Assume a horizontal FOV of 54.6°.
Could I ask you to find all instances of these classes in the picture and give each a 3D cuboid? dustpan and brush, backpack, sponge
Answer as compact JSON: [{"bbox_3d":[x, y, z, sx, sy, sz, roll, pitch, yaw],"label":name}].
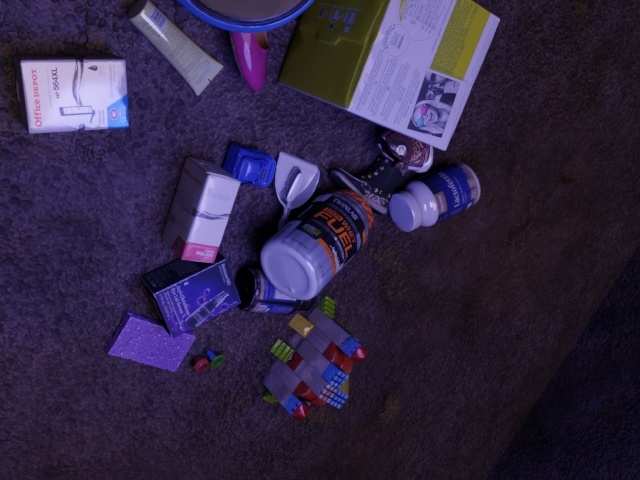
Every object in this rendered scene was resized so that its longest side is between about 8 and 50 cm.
[{"bbox_3d":[-0.084,-0.119,1.691,0.147,0.060,0.211,17,102,-39],"label":"dustpan and brush"},{"bbox_3d":[-0.173,-0.181,1.575,0.120,0.101,0.097,8,113,-41],"label":"backpack"},{"bbox_3d":[-0.447,0.272,1.647,0.210,0.031,0.117,28,95,-41],"label":"sponge"}]

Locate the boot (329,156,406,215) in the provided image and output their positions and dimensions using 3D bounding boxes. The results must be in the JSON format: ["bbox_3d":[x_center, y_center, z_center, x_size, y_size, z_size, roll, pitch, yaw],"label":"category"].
[{"bbox_3d":[0.145,-0.197,1.805,0.236,0.085,0.178,34,84,-36],"label":"boot"}]

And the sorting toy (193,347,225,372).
[{"bbox_3d":[-0.322,0.336,1.766,0.102,0.042,0.061,-10,134,-44],"label":"sorting toy"}]

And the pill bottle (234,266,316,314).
[{"bbox_3d":[-0.124,0.146,1.752,0.219,0.123,0.122,10,106,-38],"label":"pill bottle"}]

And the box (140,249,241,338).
[{"bbox_3d":[-0.333,0.128,1.607,0.207,0.108,0.153,-28,125,-21],"label":"box"}]

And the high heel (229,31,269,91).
[{"bbox_3d":[-0.110,-0.525,1.388,0.182,0.127,0.377,0,117,11],"label":"high heel"}]

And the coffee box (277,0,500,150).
[{"bbox_3d":[0.155,-0.461,1.510,0.335,0.338,0.338,13,105,-38],"label":"coffee box"}]

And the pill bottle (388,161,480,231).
[{"bbox_3d":[0.352,-0.133,1.928,0.265,0.153,0.153,-25,124,-23],"label":"pill bottle"}]

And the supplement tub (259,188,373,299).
[{"bbox_3d":[0.000,0.000,1.679,0.316,0.194,0.193,-45,134,-39],"label":"supplement tub"}]

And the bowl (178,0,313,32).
[{"bbox_3d":[-0.149,-0.620,1.248,0.392,0.077,0.390,-5,116,-11],"label":"bowl"}]

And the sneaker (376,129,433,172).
[{"bbox_3d":[0.234,-0.332,1.753,0.163,0.106,0.281,-4,91,-24],"label":"sneaker"}]

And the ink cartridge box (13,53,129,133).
[{"bbox_3d":[-0.513,-0.306,1.285,0.203,0.086,0.148,-12,118,-31],"label":"ink cartridge box"}]

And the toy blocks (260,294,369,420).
[{"bbox_3d":[-0.005,0.390,1.863,0.381,0.261,0.191,-52,130,-2],"label":"toy blocks"}]

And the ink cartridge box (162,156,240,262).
[{"bbox_3d":[-0.292,-0.076,1.502,0.092,0.159,0.217,9,107,-36],"label":"ink cartridge box"}]

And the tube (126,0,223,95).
[{"bbox_3d":[-0.323,-0.431,1.381,0.070,0.062,0.240,-19,143,27],"label":"tube"}]
